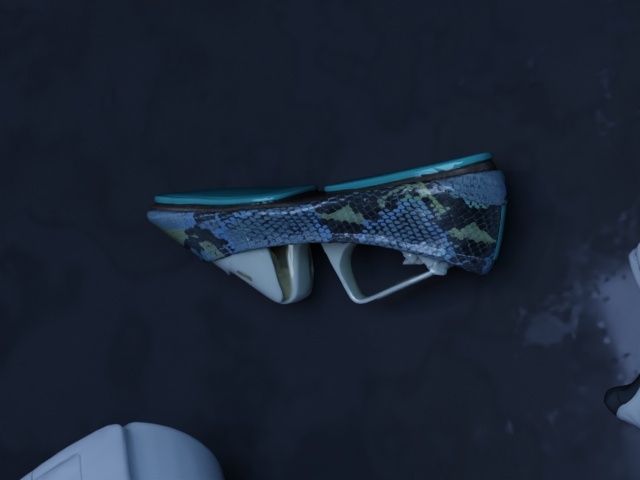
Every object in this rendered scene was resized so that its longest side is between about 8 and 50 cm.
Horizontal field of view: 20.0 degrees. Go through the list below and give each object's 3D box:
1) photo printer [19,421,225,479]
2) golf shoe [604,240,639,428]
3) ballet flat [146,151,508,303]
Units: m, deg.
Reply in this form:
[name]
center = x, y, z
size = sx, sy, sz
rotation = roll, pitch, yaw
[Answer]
[photo printer]
center = -0.125, 0.262, 0.787
size = 0.256, 0.107, 0.308
rotation = -37, 39, 18
[golf shoe]
center = 0.168, -0.003, 0.760
size = 0.086, 0.067, 0.186
rotation = 12, 86, 32
[ballet flat]
center = 0.000, 0.000, 0.859
size = 0.188, 0.070, 0.070
rotation = -6, 78, 32
